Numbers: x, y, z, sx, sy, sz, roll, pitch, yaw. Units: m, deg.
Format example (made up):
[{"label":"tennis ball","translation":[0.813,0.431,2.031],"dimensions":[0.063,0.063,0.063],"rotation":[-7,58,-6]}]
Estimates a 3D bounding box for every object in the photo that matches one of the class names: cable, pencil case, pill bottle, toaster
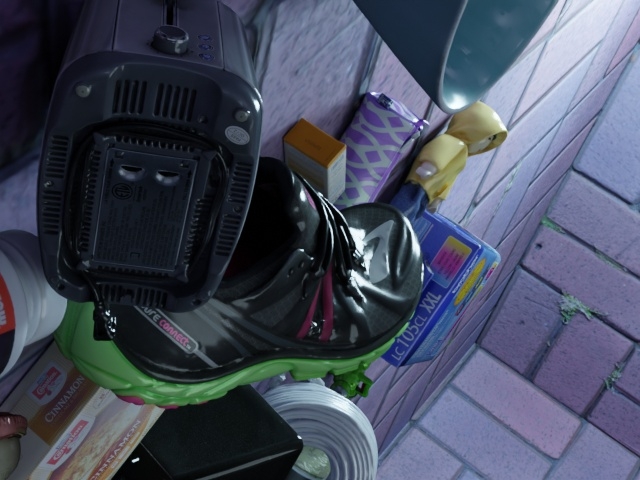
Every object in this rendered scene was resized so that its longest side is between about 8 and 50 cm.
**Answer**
[{"label":"cable","translation":[-0.031,0.360,1.558],"dimensions":[0.257,0.257,0.089],"rotation":[-50,-168,5]},{"label":"pencil case","translation":[0.053,-0.085,1.199],"dimensions":[0.206,0.088,0.086],"rotation":[-60,161,20]},{"label":"pill bottle","translation":[-0.249,0.050,0.587],"dimensions":[0.193,0.108,0.108],"rotation":[-25,146,-60]},{"label":"toaster","translation":[-0.113,-0.058,0.638],"dimensions":[0.146,0.129,0.227],"rotation":[-97,-161,-49]}]

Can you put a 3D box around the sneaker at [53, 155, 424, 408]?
[{"label":"sneaker","translation":[-0.029,0.020,0.948],"dimensions":[0.482,0.185,0.202],"rotation":[-14,133,-54]}]

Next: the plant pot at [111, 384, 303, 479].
[{"label":"plant pot","translation":[-0.166,0.260,1.124],"dimensions":[0.167,0.188,0.187],"rotation":[-11,135,-51]}]

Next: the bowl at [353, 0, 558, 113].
[{"label":"bowl","translation":[0.135,-0.292,0.891],"dimensions":[0.311,0.163,0.311],"rotation":[-48,163,-20]}]

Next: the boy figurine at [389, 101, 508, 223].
[{"label":"boy figurine","translation":[0.188,-0.098,1.548],"dimensions":[0.285,0.092,0.177],"rotation":[-48,160,-12]}]

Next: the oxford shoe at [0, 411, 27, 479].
[{"label":"oxford shoe","translation":[-0.282,0.187,0.616],"dimensions":[0.348,0.123,0.130],"rotation":[-7,91,-83]}]

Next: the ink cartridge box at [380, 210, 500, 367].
[{"label":"ink cartridge box","translation":[0.189,0.088,1.815],"dimensions":[0.270,0.151,0.395],"rotation":[-57,162,6]}]

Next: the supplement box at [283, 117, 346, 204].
[{"label":"supplement box","translation":[-0.006,-0.085,1.081],"dimensions":[0.036,0.062,0.098],"rotation":[-50,164,-21]}]

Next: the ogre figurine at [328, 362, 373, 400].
[{"label":"ogre figurine","translation":[0.046,0.278,1.877],"dimensions":[0.197,0.097,0.118],"rotation":[-24,159,-40]}]

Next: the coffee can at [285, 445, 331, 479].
[{"label":"coffee can","translation":[-0.044,0.449,1.770],"dimensions":[0.201,0.201,0.275],"rotation":[-32,151,-53]}]

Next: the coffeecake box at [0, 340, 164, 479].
[{"label":"coffeecake box","translation":[-0.239,0.182,0.940],"dimensions":[0.142,0.068,0.185],"rotation":[-52,163,-7]}]
